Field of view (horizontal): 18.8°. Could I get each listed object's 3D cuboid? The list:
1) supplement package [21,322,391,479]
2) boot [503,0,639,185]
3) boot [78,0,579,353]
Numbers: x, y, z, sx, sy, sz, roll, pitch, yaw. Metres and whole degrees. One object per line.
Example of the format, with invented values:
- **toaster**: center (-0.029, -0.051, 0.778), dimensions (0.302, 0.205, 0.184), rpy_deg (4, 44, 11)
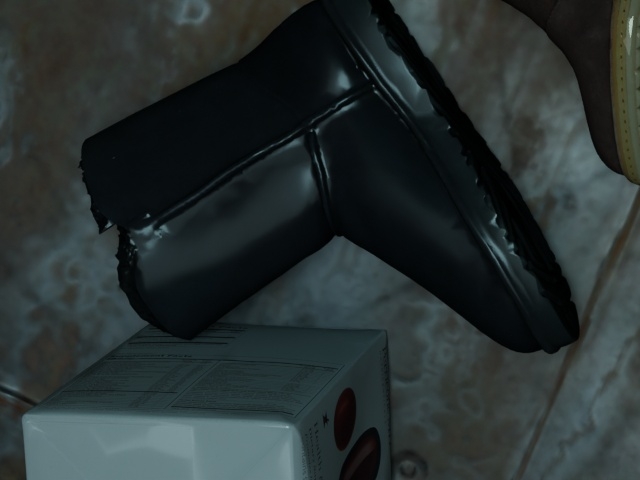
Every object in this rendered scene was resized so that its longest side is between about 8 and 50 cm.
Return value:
- **supplement package**: center (-0.053, 0.161, 1.065), dimensions (0.149, 0.203, 0.194), rpy_deg (1, 102, 15)
- **boot**: center (0.100, -0.155, 1.017), dimensions (0.207, 0.090, 0.248), rpy_deg (6, 108, 42)
- **boot**: center (0.000, 0.000, 1.073), dimensions (0.207, 0.094, 0.246), rpy_deg (-35, 84, 15)
